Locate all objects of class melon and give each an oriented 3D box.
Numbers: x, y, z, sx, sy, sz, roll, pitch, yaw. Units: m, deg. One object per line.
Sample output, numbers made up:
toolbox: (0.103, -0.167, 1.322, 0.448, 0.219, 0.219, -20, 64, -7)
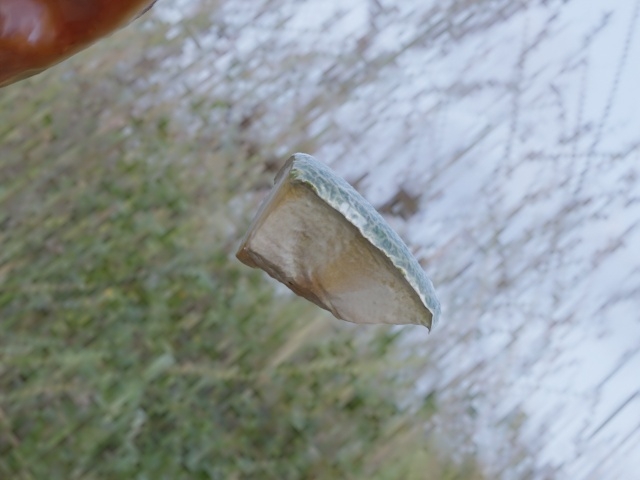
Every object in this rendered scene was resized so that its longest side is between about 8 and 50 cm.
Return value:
melon: (0.002, -0.005, 1.358, 0.202, 0.093, 0.139, 37, -16, 33)

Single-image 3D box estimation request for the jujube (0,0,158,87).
jujube: (-0.115, -0.146, 0.380, 0.255, 0.190, 0.190, 53, -20, 33)
